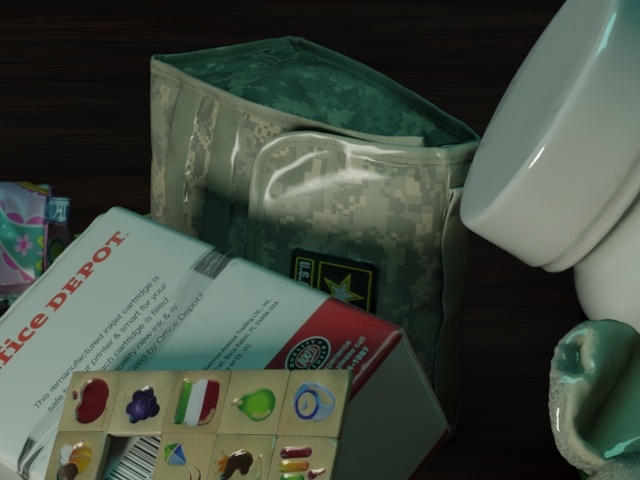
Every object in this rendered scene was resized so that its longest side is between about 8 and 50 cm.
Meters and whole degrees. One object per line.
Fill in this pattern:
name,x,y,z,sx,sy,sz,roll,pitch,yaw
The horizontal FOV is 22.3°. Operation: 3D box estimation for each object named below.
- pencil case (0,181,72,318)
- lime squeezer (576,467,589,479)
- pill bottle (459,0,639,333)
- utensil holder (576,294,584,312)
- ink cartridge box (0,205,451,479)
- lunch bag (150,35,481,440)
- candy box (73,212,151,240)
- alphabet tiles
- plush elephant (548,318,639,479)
pencil case,-0.341,0.018,1.323,0.284,0.124,0.124,-2,26,-3
lime squeezer,0.135,0.215,0.985,0.110,0.059,0.310,-20,10,43
pill bottle,0.302,0.001,1.024,0.392,0.224,0.224,28,26,-7
utensil holder,0.396,-0.090,1.271,0.385,0.328,0.327,1,26,9
ink cartridge box,-0.088,0.113,1.041,0.273,0.114,0.197,23,62,39
lunch bag,0.000,0.000,1.205,0.169,0.235,0.287,-14,27,-35
candy box,-0.103,0.012,1.397,0.186,0.053,0.109,-18,30,-27
alphabet tiles,-0.088,0.182,0.891,0.198,0.009,0.237,-3,63,32
plush elephant,0.241,0.159,0.836,0.255,0.272,0.330,-4,-11,-28
